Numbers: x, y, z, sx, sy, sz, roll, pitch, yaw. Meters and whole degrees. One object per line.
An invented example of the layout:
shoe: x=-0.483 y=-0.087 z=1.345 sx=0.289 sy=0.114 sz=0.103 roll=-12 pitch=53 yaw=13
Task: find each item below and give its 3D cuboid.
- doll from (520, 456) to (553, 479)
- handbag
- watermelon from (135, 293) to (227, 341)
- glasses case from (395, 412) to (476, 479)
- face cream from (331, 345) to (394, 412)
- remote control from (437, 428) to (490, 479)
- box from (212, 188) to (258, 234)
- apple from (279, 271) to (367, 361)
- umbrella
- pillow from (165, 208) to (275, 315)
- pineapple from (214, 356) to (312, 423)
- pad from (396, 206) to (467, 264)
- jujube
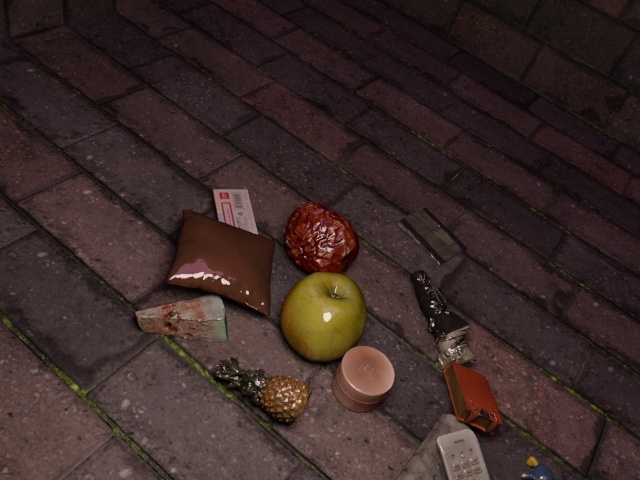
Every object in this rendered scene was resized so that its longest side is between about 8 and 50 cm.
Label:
doll: x=0.565 y=0.642 z=1.485 sx=0.102 sy=0.089 sz=0.179 roll=32 pitch=22 yaw=10
handbag: x=0.421 y=0.436 z=1.592 sx=0.127 sy=0.063 sz=0.190 roll=27 pitch=26 yaw=-16
watermelon: x=-0.376 y=0.199 z=1.555 sx=0.241 sy=0.094 sz=0.154 roll=-4 pitch=42 yaw=-20
glasses case: x=0.287 y=0.572 z=1.456 sx=0.114 sy=0.060 sz=0.299 roll=43 pitch=48 yaw=13
face cream: x=0.114 y=0.374 z=1.547 sx=0.149 sy=0.104 sz=0.149 roll=10 pitch=46 yaw=-11
remote control: x=0.367 y=0.629 z=1.399 sx=0.109 sy=0.055 sz=0.313 roll=-6 pitch=70 yaw=-24
box: x=-0.278 y=-0.073 z=1.863 sx=0.123 sy=0.050 sz=0.229 roll=-2 pitch=50 yaw=-20
apple: x=0.010 y=0.208 z=1.603 sx=0.261 sy=0.194 sz=0.261 roll=11 pitch=39 yaw=-9
umbrella: x=0.368 y=0.232 z=1.778 sx=0.113 sy=0.106 sz=0.358 roll=-4 pitch=50 yaw=-19
pillow: x=-0.275 y=0.055 z=1.648 sx=0.308 sy=0.108 sz=0.305 roll=22 pitch=37 yaw=-18
pineapple: x=-0.151 y=0.368 z=1.452 sx=0.251 sy=0.125 sz=0.125 roll=25 pitch=44 yaw=9
pad: x=0.405 y=-0.020 z=2.089 sx=0.174 sy=0.022 sz=0.233 roll=-24 pitch=61 yaw=-36
jujube: x=0.000 y=0.000 z=1.782 sx=0.232 sy=0.213 sz=0.213 roll=36 pitch=46 yaw=24
